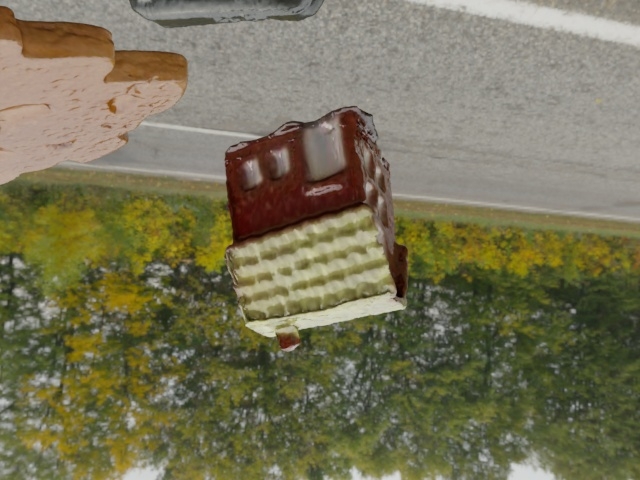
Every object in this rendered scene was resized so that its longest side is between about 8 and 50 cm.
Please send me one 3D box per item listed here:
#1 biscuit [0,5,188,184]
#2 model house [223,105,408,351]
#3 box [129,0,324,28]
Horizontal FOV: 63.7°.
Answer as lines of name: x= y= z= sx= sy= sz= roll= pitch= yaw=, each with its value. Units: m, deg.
biscuit: x=-0.268 y=-0.121 z=0.434 sx=0.283 sy=0.043 sz=0.306 roll=-20 pitch=175 yaw=8
model house: x=0.000 y=0.000 z=0.635 sx=0.195 sy=0.254 sz=0.160 roll=-14 pitch=158 yaw=19
box: x=-0.130 y=-0.488 z=0.716 sx=0.349 sy=0.360 sz=0.091 roll=10 pitch=-169 yaw=29
